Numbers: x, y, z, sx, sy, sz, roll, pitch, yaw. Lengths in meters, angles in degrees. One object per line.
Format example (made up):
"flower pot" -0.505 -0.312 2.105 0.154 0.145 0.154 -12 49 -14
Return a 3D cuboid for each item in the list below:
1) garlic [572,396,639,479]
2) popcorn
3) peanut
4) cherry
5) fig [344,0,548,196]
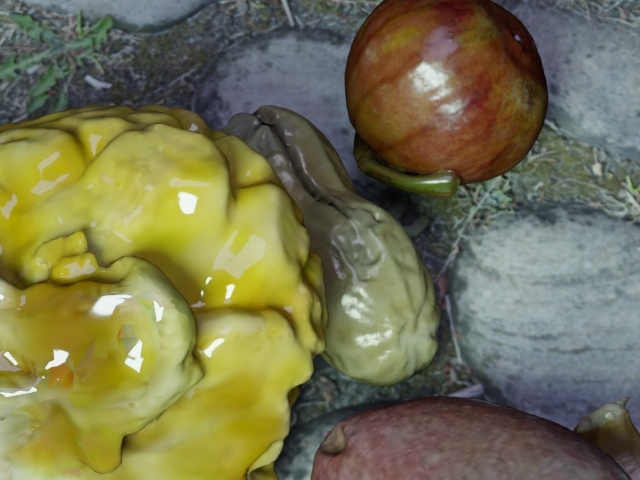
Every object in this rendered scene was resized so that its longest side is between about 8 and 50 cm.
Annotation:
"garlic" 0.257 0.232 1.189 0.090 0.128 0.198 -14 60 -21
"popcorn" -0.179 0.071 1.160 0.390 0.344 0.354 9 45 40
"peanut" 0.000 0.000 1.319 0.130 0.130 0.290 -31 63 -17
"cherry" 0.108 0.243 1.126 0.261 0.221 0.307 -47 56 -7
"fig" 0.105 -0.134 1.373 0.205 0.205 0.205 0 61 -1
